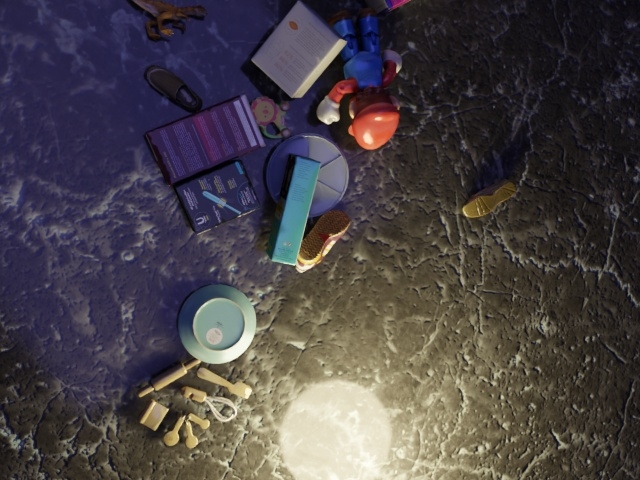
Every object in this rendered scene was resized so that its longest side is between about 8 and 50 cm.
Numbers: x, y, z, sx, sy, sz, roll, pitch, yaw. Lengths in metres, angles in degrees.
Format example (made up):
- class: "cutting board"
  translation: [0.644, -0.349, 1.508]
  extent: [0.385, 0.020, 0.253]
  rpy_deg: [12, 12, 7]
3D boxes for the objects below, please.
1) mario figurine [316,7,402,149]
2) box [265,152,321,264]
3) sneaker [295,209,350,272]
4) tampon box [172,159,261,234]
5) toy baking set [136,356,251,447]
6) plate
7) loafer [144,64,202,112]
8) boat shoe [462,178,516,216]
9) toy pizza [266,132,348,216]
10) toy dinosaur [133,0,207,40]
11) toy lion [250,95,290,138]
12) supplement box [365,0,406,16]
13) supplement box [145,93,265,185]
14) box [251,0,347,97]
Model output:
- class: "mario figurine"
  translation: [0.092, -0.373, 1.730]
  extent: [0.198, 0.170, 0.320]
  rpy_deg: [-11, 87, 22]
- class: "box"
  translation: [-0.065, -0.074, 1.675]
  extent: [0.060, 0.100, 0.244]
  rpy_deg: [12, 98, -14]
- class: "sneaker"
  translation: [0.000, 0.000, 1.753]
  extent: [0.069, 0.084, 0.185]
  rpy_deg: [41, 58, 9]
- class: "tampon box"
  translation: [-0.238, -0.101, 1.652]
  extent: [0.161, 0.101, 0.120]
  rpy_deg: [-24, 101, -11]
- class: "toy baking set"
  translation: [-0.304, 0.377, 1.721]
  extent: [0.256, 0.030, 0.197]
  rpy_deg: [-34, 106, -10]
- class: "plate"
  translation: [-0.240, 0.197, 1.708]
  extent: [0.188, 0.024, 0.188]
  rpy_deg: [0, 89, -21]
- class: "loafer"
  translation: [-0.327, -0.344, 1.629]
  extent: [0.148, 0.050, 0.056]
  rpy_deg: [32, 86, -16]
- class: "boat shoe"
  translation: [0.431, -0.111, 1.874]
  extent: [0.153, 0.048, 0.056]
  rpy_deg: [-33, 115, -4]
- class: "toy pizza"
  translation: [-0.032, -0.156, 1.738]
  extent: [0.201, 0.032, 0.201]
  rpy_deg: [-2, 101, -13]
- class: "toy dinosaur"
  translation: [-0.362, -0.509, 1.608]
  extent: [0.211, 0.064, 0.112]
  rpy_deg: [10, 75, -25]
- class: "toy lion"
  translation: [-0.121, -0.289, 1.705]
  extent: [0.096, 0.034, 0.100]
  rpy_deg: [-4, 97, -8]
- class: "supplement box"
  translation: [0.212, -0.632, 1.721]
  extent: [0.220, 0.111, 0.114]
  rpy_deg: [-29, 102, -12]
- class: "supplement box"
  translation: [-0.260, -0.228, 1.642]
  extent: [0.239, 0.073, 0.130]
  rpy_deg: [-23, 101, -9]
- class: "box"
  translation: [-0.046, -0.428, 1.635]
  extent: [0.130, 0.091, 0.170]
  rpy_deg: [44, 106, 2]
